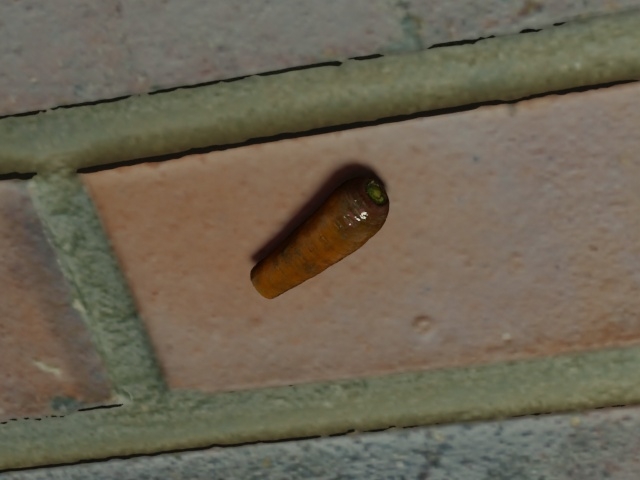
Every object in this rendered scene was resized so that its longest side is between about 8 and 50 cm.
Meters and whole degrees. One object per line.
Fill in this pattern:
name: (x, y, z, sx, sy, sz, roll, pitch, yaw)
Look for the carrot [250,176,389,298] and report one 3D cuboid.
carrot: (0.000, 0.000, 0.902, 0.032, 0.032, 0.093, 41, 125, -15)
